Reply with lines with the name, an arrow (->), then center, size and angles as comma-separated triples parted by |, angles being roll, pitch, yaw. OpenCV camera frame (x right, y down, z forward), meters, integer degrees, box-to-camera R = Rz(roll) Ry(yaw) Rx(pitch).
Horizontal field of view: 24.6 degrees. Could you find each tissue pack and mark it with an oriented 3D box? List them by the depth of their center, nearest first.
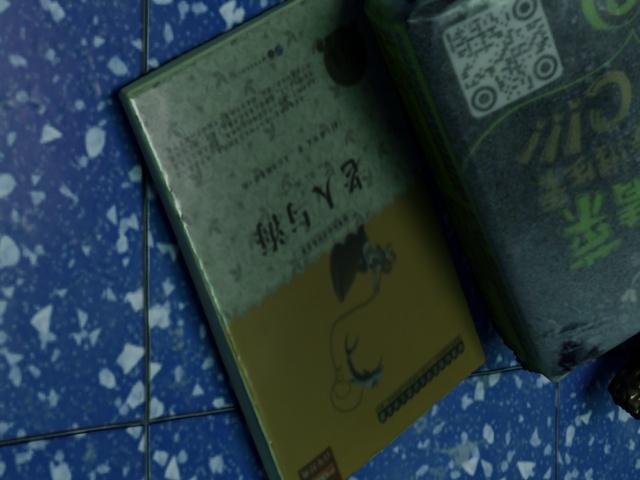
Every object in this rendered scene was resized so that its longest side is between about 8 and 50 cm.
tissue pack -> 0.235, -0.104, 1.282 | 0.288, 0.124, 0.394 | -30, 121, -7

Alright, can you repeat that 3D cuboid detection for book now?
book -> 0.000, 0.000, 1.228 | 0.269, 0.032, 0.389 | -36, 115, -35

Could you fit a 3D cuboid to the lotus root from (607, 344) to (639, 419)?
lotus root -> 0.416, 0.089, 1.523 | 0.310, 0.182, 0.183 | -24, 109, -32
